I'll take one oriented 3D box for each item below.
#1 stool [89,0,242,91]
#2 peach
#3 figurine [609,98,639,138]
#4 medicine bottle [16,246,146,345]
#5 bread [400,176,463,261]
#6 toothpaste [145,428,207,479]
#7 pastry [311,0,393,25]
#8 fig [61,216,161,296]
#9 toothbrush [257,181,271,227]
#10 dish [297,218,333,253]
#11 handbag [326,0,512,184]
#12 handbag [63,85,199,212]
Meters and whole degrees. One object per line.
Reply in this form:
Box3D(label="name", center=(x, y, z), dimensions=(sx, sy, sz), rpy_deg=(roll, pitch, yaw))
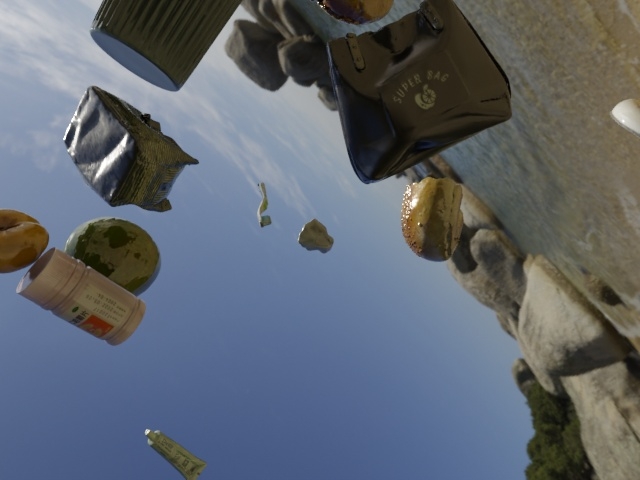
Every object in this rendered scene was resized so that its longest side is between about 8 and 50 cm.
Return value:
Box3D(label="stool", center=(-0.410, -0.607, 1.173), dimensions=(0.297, 0.329, 0.297), rpy_deg=(27, 175, 3))
Box3D(label="peach", center=(-0.729, -0.003, 1.015), dimensions=(0.179, 0.103, 0.179), rpy_deg=(14, -142, -11))
Box3D(label="figurine", center=(0.518, -0.160, 0.532), dimensions=(0.250, 0.141, 0.166), rpy_deg=(22, -142, 2))
Box3D(label="medicine bottle", center=(-0.551, 0.135, 1.034), dimensions=(0.249, 0.133, 0.133), rpy_deg=(47, -168, -34))
Box3D(label="bread", center=(0.317, -0.037, 1.258), dimensions=(0.171, 0.191, 0.314), rpy_deg=(8, 167, 22))
Box3D(label="toothpaste", center=(-0.387, 0.566, 1.166), dimensions=(0.041, 0.064, 0.218), rpy_deg=(2, 134, 48))
Box3D(label="pastry", center=(0.082, -0.789, 1.270), dimensions=(0.356, 0.164, 0.355), rpy_deg=(10, -112, -25))
Box3D(label="fig", center=(-0.685, 0.086, 1.411), dimensions=(0.316, 0.316, 0.316), rpy_deg=(44, -166, -14))
Box3D(label="toothbrush", center=(-0.123, -0.080, 0.924), dimensions=(0.263, 0.026, 0.022), rpy_deg=(-113, 10, -65))
Box3D(label="dish", center=(0.000, 0.000, 1.303), dimensions=(0.137, 0.091, 0.039), rpy_deg=(35, 177, -40))
Box3D(label="handbag", center=(0.180, -0.302, 0.857), dimensions=(0.152, 0.343, 0.287), rpy_deg=(-91, -24, -84))
Box3D(label="handbag", center=(-0.521, -0.238, 1.225), dimensions=(0.341, 0.247, 0.240), rpy_deg=(44, -162, 22))
